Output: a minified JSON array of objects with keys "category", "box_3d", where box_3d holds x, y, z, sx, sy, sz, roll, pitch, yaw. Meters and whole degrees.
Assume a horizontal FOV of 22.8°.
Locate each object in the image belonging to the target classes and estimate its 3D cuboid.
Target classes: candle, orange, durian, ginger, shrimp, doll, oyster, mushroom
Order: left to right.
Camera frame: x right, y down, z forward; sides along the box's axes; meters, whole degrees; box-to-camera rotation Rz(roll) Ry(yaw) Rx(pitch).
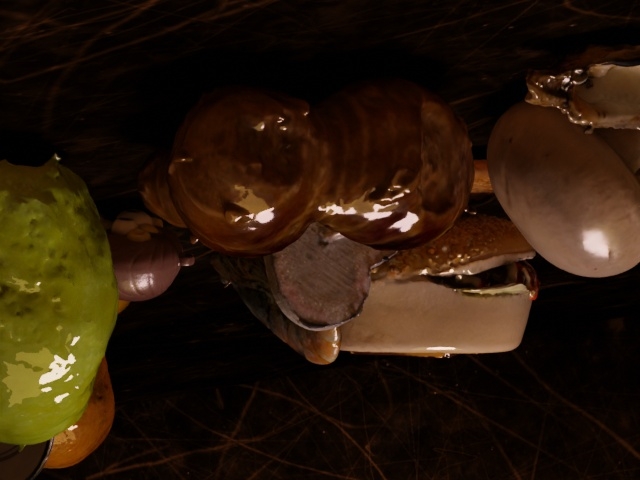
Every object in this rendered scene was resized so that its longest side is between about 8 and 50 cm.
[{"category":"durian","box_3d":[-0.300,0.055,1.522,0.204,0.339,0.256,-27,-159,-23]},{"category":"orange","box_3d":[-0.377,0.176,2.083,0.183,0.249,0.249,-14,171,-18]},{"category":"doll","box_3d":[-0.237,0.014,1.746,0.188,0.096,0.145,3,-170,-19]},{"category":"shrimp","box_3d":[-0.063,0.041,1.950,0.058,0.169,0.296,-24,-143,-25]},{"category":"ginger","box_3d":[-0.004,-0.055,1.465,0.358,0.152,0.274,-3,167,-28]},{"category":"candle","box_3d":[0.000,0.000,1.803,0.192,0.168,0.068,-54,179,-14]},{"category":"mushroom","box_3d":[0.279,-0.059,1.609,0.209,0.206,0.206,-10,169,0]},{"category":"oyster","box_3d":[0.335,-0.158,1.503,0.345,0.078,0.128,-3,146,-24]}]

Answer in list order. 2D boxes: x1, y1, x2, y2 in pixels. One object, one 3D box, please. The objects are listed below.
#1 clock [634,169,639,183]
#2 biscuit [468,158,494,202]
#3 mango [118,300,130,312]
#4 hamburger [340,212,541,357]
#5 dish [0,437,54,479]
[{"category":"clock","box_3d":[0.381,-0.053,2.103,0.237,0.057,0.237,-8,168,-2]},{"category":"biscuit","box_3d":[0.159,-0.068,1.859,0.145,0.033,0.224,-11,173,7]},{"category":"mango","box_3d":[-0.292,0.061,1.943,0.136,0.099,0.227,-17,177,8]},{"category":"hamburger","box_3d":[0.127,0.051,1.972,0.302,0.170,0.302,0,-178,0]},{"category":"dish","box_3d":[-0.437,0.159,1.939,0.316,0.316,0.106,-17,-165,29]}]
